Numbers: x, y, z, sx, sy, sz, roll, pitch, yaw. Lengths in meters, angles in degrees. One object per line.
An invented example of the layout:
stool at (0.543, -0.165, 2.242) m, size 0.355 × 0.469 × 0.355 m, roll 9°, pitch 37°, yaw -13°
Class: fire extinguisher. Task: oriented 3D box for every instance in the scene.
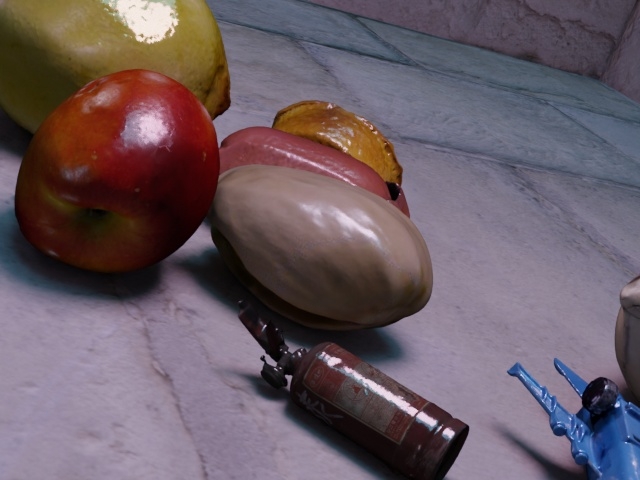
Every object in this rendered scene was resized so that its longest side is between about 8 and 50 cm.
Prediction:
fire extinguisher at (0.025, 0.136, 0.998) m, size 0.252 × 0.106 × 0.075 m, roll 31°, pitch 43°, yaw 21°

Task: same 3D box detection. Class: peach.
peach at (-0.290, -0.256, 1.388) m, size 0.315 × 0.281 × 0.314 m, roll 29°, pitch 19°, yaw 19°
peach at (-0.223, -0.076, 1.129) m, size 0.199 × 0.243 × 0.243 m, roll 55°, pitch 8°, yaw -26°

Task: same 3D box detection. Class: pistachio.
pistachio at (0.000, 0.000, 1.193) m, size 0.288 × 0.166 × 0.197 m, roll 30°, pitch 60°, yaw 13°

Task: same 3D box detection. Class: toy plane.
toy plane at (0.314, 0.222, 1.078) m, size 0.254 × 0.105 × 0.271 m, roll 33°, pitch 16°, yaw -9°

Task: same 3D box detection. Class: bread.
bread at (0.010, -0.127, 1.524) m, size 0.229 × 0.139 × 0.143 m, roll 16°, pitch 38°, yaw 13°

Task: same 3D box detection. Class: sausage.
sausage at (-0.015, -0.055, 1.351) m, size 0.280 × 0.152 × 0.152 m, roll 22°, pitch 22°, yaw 8°

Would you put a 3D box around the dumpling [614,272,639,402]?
dumpling at (0.517, 0.126, 1.221) m, size 0.315 × 0.233 × 0.395 m, roll 4°, pitch -25°, yaw 37°
